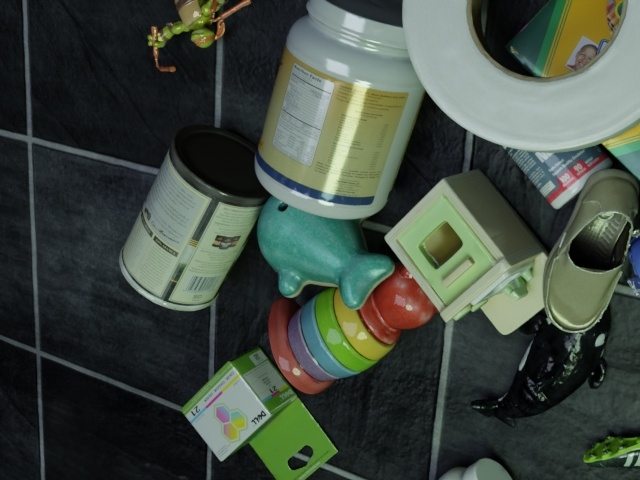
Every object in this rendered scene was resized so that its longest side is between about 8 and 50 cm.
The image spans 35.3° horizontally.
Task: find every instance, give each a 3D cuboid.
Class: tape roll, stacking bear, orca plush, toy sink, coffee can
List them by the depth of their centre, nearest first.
[{"bbox_3d":[0.303,-0.309,1.330,0.392,0.072,0.392,1,92,20],"label":"tape roll"},{"bbox_3d":[0.238,0.031,1.553,0.153,0.131,0.234,-46,73,35],"label":"toy sink"},{"bbox_3d":[0.336,0.204,1.572,0.287,0.102,0.151,-39,82,36],"label":"orca plush"},{"bbox_3d":[0.070,0.132,1.696,0.289,0.164,0.175,-31,109,26],"label":"stacking bear"},{"bbox_3d":[-0.221,-0.039,1.804,0.201,0.201,0.275,42,123,16],"label":"coffee can"}]

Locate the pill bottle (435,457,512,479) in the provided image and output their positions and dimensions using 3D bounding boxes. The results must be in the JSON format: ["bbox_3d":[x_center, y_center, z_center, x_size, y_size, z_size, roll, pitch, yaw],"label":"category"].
[{"bbox_3d":[0.227,0.463,1.714,0.124,0.124,0.221,51,124,10],"label":"pill bottle"}]

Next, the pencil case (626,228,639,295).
[{"bbox_3d":[0.548,-0.031,1.345,0.133,0.119,0.306,40,124,-9],"label":"pencil case"}]

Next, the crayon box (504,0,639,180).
[{"bbox_3d":[0.412,-0.226,1.375,0.165,0.081,0.278,-46,77,17],"label":"crayon box"}]

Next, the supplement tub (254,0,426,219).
[{"bbox_3d":[0.039,-0.216,1.560,0.228,0.228,0.316,30,119,23],"label":"supplement tub"}]

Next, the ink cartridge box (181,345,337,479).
[{"bbox_3d":[-0.117,0.361,1.927,0.255,0.097,0.189,51,125,11],"label":"ink cartridge box"}]

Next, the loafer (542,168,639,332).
[{"bbox_3d":[0.374,0.029,1.414,0.102,0.092,0.268,13,123,9],"label":"loafer"}]

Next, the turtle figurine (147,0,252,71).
[{"bbox_3d":[-0.219,-0.428,1.753,0.269,0.087,0.217,-24,83,45],"label":"turtle figurine"}]

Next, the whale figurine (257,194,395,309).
[{"bbox_3d":[0.000,0.000,1.652,0.216,0.141,0.272,-46,45,-1],"label":"whale figurine"}]

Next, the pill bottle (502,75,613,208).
[{"bbox_3d":[0.328,-0.145,1.464,0.180,0.108,0.108,51,125,9],"label":"pill bottle"}]

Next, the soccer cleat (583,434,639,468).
[{"bbox_3d":[0.490,0.329,1.540,0.179,0.060,0.072,-24,103,36],"label":"soccer cleat"}]
